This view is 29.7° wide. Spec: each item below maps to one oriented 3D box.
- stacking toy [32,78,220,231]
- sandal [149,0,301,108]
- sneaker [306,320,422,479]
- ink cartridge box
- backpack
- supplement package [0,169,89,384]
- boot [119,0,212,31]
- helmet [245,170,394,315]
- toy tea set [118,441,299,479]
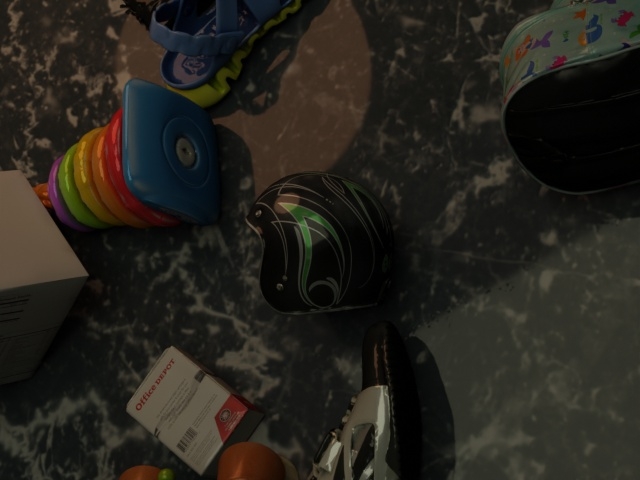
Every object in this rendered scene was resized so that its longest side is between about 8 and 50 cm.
[{"bbox_3d":[-0.287,-0.074,1.548,0.301,0.175,0.166,-15,68,30],"label":"stacking toy"},{"bbox_3d":[-0.109,-0.319,1.536,0.126,0.138,0.317,32,88,28],"label":"sandal"},{"bbox_3d":[0.035,0.251,1.329,0.146,0.122,0.331,-4,74,19],"label":"sneaker"},{"bbox_3d":[-0.151,0.206,1.453,0.135,0.056,0.099,36,91,26],"label":"ink cartridge box"},{"bbox_3d":[0.316,-0.165,1.275,0.253,0.225,0.191,-19,47,21],"label":"backpack"},{"bbox_3d":[-0.430,0.051,1.518,0.194,0.149,0.203,53,128,24],"label":"supplement package"},{"bbox_3d":[-0.207,-0.332,1.631,0.121,0.045,0.099,-43,61,7],"label":"boot"},{"bbox_3d":[0.000,0.000,1.391,0.169,0.169,0.162,-5,90,21],"label":"helmet"},{"bbox_3d":[-0.173,0.319,1.377,0.336,0.124,0.200,-14,113,14],"label":"toy tea set"}]
